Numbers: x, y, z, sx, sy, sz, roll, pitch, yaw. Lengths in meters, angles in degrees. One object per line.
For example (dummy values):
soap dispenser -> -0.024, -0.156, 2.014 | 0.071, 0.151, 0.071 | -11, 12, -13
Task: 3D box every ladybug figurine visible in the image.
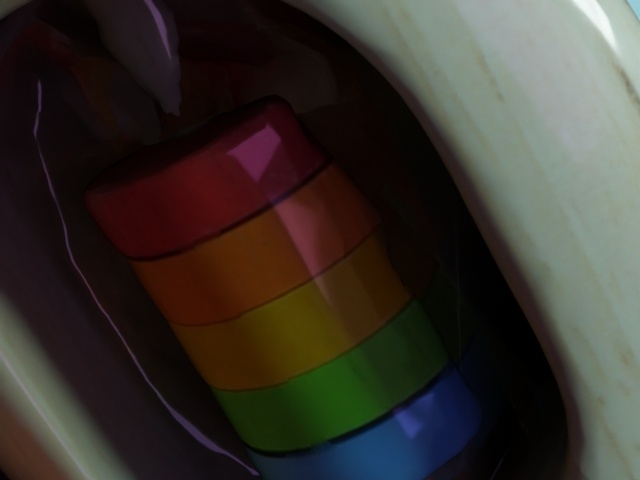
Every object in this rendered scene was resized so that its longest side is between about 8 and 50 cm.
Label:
ladybug figurine -> 0.000, 0.000, 0.564 | 0.449, 0.305, 0.162 | 63, 26, -22

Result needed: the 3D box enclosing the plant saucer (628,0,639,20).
plant saucer -> 0.188, -0.126, 0.747 | 0.195, 0.037, 0.195 | -5, 102, -26
